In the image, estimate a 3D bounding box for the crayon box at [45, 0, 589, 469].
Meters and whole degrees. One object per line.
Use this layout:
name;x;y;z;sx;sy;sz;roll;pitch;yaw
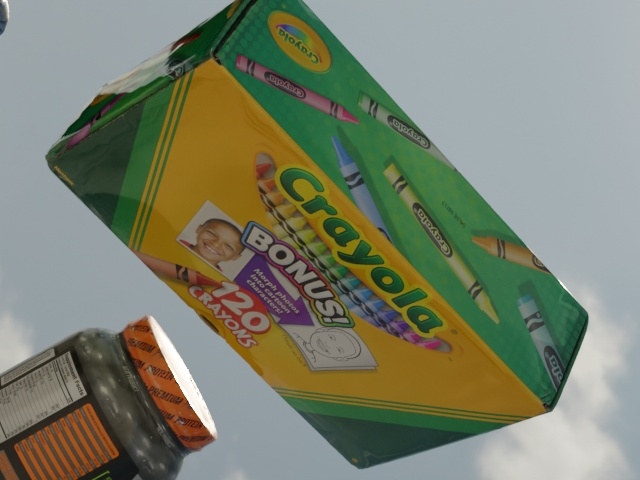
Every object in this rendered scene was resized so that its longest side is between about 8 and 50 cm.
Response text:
crayon box;0.000;0.000;0.919;0.165;0.278;0.081;-25;-154;45

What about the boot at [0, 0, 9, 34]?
boot;-0.329;-0.251;1.399;0.095;0.258;0.123;-32;-98;-1

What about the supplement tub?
supplement tub;-0.168;0.131;1.009;0.190;0.117;0.117;-29;-139;-1
